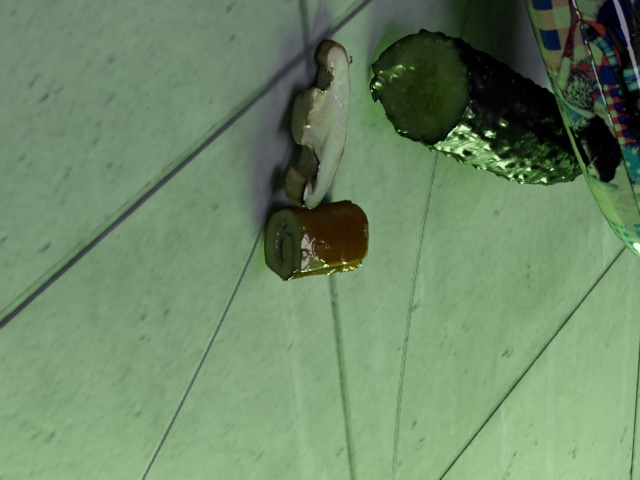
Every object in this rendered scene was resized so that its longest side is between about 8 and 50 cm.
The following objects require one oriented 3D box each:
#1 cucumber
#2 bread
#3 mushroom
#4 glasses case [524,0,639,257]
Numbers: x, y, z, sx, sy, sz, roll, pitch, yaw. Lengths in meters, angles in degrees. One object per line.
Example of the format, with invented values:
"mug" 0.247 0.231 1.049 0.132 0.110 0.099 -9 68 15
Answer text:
"cucumber" 0.133 -0.079 1.111 0.303 0.081 0.072 14 98 -61
"bread" 0.000 0.000 0.984 0.083 0.036 0.047 -9 106 -59
"mushroom" -0.001 -0.069 0.948 0.049 0.019 0.101 16 87 -63
"glasses case" 0.186 -0.137 1.070 0.125 0.076 0.327 -71 144 -56
